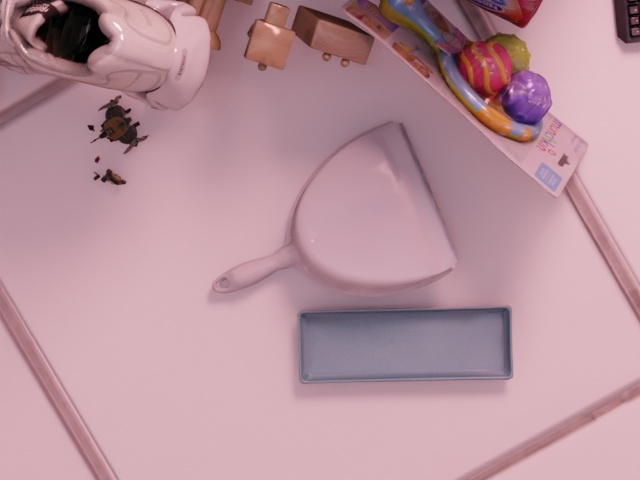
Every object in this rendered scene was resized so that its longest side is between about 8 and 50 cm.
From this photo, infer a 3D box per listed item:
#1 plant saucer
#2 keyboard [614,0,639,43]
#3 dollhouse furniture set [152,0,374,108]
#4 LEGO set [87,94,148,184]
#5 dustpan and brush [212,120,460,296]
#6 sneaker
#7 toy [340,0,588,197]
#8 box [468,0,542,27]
[{"bbox_3d":[0.076,0.093,1.539,0.192,0.018,0.067,-2,95,2],"label":"plant saucer"},{"bbox_3d":[0.306,-0.266,1.493,0.108,0.023,0.180,-6,95,3],"label":"keyboard"},{"bbox_3d":[-0.056,-0.148,1.475,0.151,0.144,0.123,16,101,-13],"label":"dollhouse furniture set"},{"bbox_3d":[-0.183,-0.091,1.537,0.054,0.023,0.083,28,109,2],"label":"LEGO set"},{"bbox_3d":[0.000,0.000,1.521,0.211,0.060,0.147,-22,83,-2],"label":"dustpan and brush"},{"bbox_3d":[-0.231,-0.185,1.434,0.292,0.118,0.110,16,99,35],"label":"sneaker"},{"bbox_3d":[0.138,-0.151,1.451,0.237,0.137,0.056,39,121,1],"label":"toy"},{"bbox_3d":[0.181,-0.323,1.417,0.122,0.128,0.257,28,84,4],"label":"box"}]
